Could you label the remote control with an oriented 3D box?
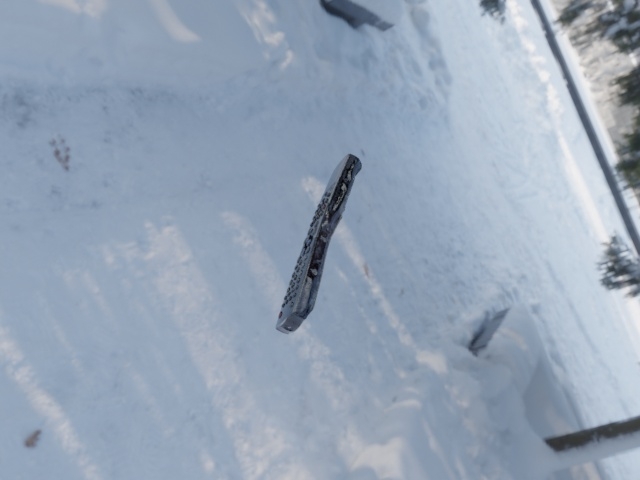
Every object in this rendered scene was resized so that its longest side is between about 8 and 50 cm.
[{"bbox_3d":[0.000,0.000,0.741,0.028,0.059,0.212,28,58,-13],"label":"remote control"}]
